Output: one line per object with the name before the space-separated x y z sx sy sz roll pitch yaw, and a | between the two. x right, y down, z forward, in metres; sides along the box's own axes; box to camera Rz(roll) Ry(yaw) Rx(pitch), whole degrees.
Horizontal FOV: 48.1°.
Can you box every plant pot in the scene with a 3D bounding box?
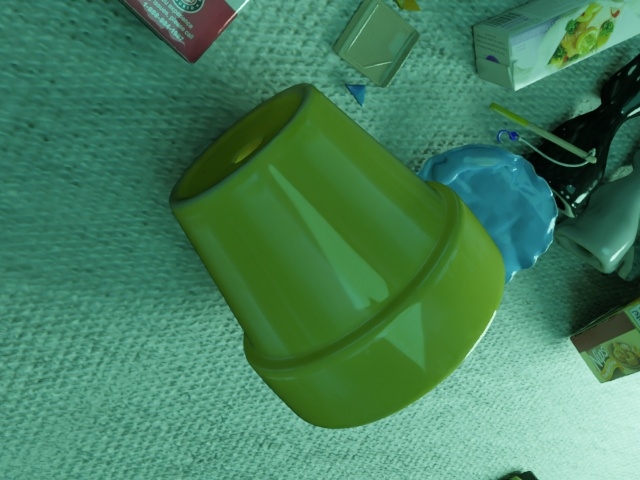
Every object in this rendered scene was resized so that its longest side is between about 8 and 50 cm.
plant pot | 0.000 0.000 0.658 0.254 0.254 0.239 -41 113 -3

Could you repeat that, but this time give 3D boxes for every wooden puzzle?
wooden puzzle | 0.057 -0.198 0.713 0.078 0.014 0.116 37 95 -33

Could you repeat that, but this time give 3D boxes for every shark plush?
shark plush | 0.474 0.031 1.025 0.161 0.067 0.073 3 114 -29

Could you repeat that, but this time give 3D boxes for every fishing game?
fishing game | 0.172 -0.025 0.820 0.189 0.041 0.264 21 117 -10

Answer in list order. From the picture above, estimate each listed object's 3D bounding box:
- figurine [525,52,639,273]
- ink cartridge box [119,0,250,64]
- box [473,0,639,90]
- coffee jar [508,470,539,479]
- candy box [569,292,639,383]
figurine | 0.372 -0.094 0.897 0.209 0.092 0.215 -48 128 -3
ink cartridge box | -0.089 -0.283 0.532 0.237 0.100 0.172 -48 127 2
box | 0.319 -0.257 0.788 0.324 0.067 0.063 -26 126 -15
coffee jar | 0.288 0.444 1.130 0.184 0.096 0.079 -25 127 -16
candy box | 0.531 0.078 1.014 0.316 0.087 0.183 -29 165 -13
